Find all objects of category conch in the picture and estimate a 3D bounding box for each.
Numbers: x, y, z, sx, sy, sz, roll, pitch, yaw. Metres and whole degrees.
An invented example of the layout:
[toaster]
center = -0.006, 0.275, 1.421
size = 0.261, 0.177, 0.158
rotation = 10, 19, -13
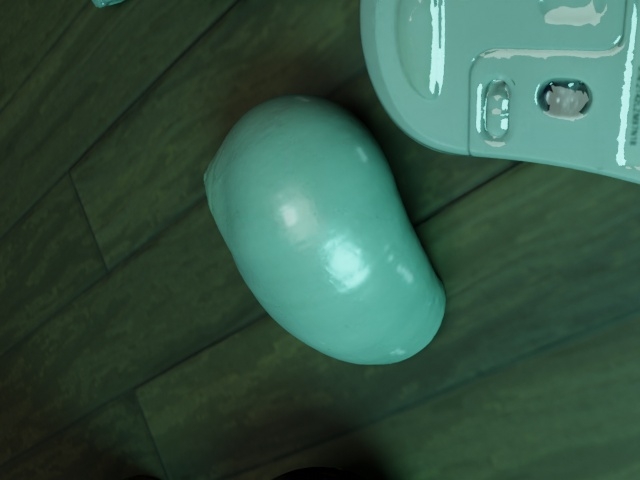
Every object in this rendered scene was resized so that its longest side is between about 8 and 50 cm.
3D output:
[conch]
center = -0.005, 0.001, 0.622
size = 0.221, 0.121, 0.185
rotation = 60, 159, 9

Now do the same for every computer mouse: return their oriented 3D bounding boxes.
[computer mouse]
center = 0.167, -0.116, 0.440
size = 0.297, 0.121, 0.184
rotation = 4, 113, 25

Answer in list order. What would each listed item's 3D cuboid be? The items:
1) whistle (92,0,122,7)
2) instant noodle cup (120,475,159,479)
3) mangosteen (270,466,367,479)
[whistle]
center = -0.232, -0.324, 0.749
size = 0.123, 0.123, 0.223
rotation = 1, 113, 40
[instant noodle cup]
center = -0.243, 0.355, 0.798
size = 0.243, 0.231, 0.242
rotation = 9, 104, 38
[mangosteen]
center = 0.012, 0.282, 0.621
size = 0.217, 0.192, 0.192
rotation = 37, 126, -7
